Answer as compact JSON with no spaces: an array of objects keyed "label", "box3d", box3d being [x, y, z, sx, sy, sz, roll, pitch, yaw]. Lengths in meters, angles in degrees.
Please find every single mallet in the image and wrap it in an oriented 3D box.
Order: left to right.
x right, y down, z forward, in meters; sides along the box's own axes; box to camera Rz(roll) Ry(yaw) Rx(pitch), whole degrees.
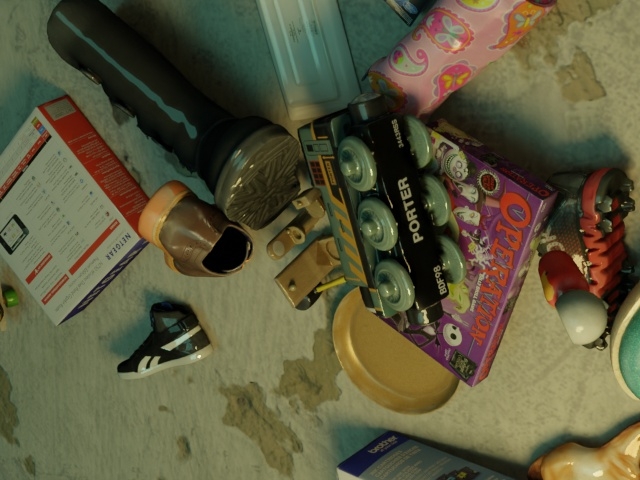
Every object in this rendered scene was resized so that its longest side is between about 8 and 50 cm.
[{"label":"mallet","box3d":[0.032,0.067,1.871,0.189,0.062,0.039,-21,103,38]}]

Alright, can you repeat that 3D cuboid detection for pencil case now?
[{"label":"pencil case","box3d":[0.185,-0.275,1.577,0.124,0.124,0.284,51,130,3]}]

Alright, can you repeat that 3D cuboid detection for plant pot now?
[{"label":"plant pot","box3d":[0.127,0.169,1.875,0.236,0.032,0.236,14,119,27]}]

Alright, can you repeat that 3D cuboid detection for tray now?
[{"label":"tray","box3d":[-0.032,-0.315,1.759,0.145,0.030,0.270,-5,108,35]}]

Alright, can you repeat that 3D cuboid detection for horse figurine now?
[{"label":"horse figurine","box3d":[0.413,0.358,1.749,0.263,0.066,0.174,-10,107,36]}]

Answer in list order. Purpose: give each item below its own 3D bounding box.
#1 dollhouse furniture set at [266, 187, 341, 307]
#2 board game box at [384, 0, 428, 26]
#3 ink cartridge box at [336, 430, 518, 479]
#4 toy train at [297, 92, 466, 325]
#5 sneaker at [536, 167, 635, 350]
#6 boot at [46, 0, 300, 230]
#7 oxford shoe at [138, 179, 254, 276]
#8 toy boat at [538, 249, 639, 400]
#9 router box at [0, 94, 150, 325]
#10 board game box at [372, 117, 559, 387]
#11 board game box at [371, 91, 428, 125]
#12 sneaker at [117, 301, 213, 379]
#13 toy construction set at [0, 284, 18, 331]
[{"label":"dollhouse furniture set","box3d":[0.000,0.000,1.793,0.151,0.123,0.144,-17,111,48]},{"label":"board game box","box3d":[0.126,-0.421,1.559,0.194,0.060,0.194,44,125,-13]},{"label":"ink cartridge box","box3d":[0.177,0.486,1.886,0.395,0.151,0.270,14,119,40]},{"label":"toy train","box3d":[0.082,-0.043,1.621,0.190,0.142,0.334,7,118,58]},{"label":"sneaker","box3d":[0.358,0.021,1.611,0.135,0.097,0.276,16,125,38]},{"label":"boot","box3d":[-0.232,-0.224,1.764,0.445,0.146,0.367,46,170,9]},{"label":"oxford shoe","box3d":[-0.166,0.017,1.821,0.132,0.363,0.130,33,89,16]},{"label":"toy boat","box3d":[0.426,0.103,1.489,0.318,0.148,0.267,15,121,-17]},{"label":"router box","box3d":[-0.479,-0.048,2.149,0.301,0.082,0.335,52,129,2]},{"label":"board game box","box3d":[0.195,0.023,1.663,0.208,0.056,0.347,33,130,25]},{"label":"board game box","box3d":[0.120,-0.146,1.734,0.169,0.033,0.133,49,132,13]},{"label":"sneaker","box3d":[-0.302,0.177,2.146,0.216,0.079,0.121,-18,97,30]},{"label":"toy construction set","box3d":[-0.749,0.080,2.346,0.257,0.237,0.309,-166,62,-69]}]
